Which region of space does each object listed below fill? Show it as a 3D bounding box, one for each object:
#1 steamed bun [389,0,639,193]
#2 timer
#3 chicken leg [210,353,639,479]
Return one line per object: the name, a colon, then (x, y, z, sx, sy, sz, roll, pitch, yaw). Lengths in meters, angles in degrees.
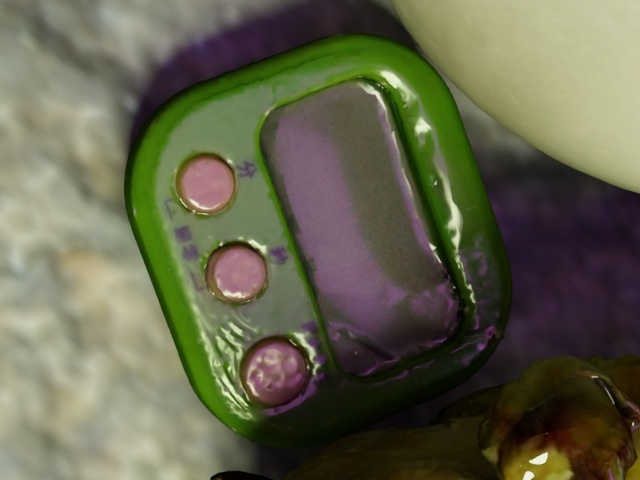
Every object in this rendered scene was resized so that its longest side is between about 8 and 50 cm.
steamed bun: (0.157, -0.172, 0.613, 0.324, 0.206, 0.324, 0, 91, -18)
timer: (0.000, 0.000, 0.650, 0.128, 0.047, 0.140, -22, 98, -15)
chicken leg: (0.149, 0.087, 0.611, 0.361, 0.211, 0.140, -17, 73, -2)
